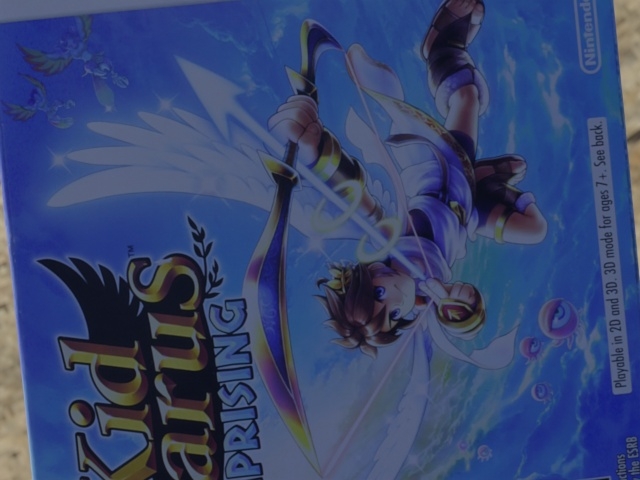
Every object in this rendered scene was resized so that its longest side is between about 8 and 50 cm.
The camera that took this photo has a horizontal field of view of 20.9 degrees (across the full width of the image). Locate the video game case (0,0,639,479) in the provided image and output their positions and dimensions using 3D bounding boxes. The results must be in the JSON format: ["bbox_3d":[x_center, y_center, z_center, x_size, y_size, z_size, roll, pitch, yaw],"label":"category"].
[{"bbox_3d":[0.000,0.000,0.691,0.244,0.269,0.061,-6,-179,-2],"label":"video game case"}]
